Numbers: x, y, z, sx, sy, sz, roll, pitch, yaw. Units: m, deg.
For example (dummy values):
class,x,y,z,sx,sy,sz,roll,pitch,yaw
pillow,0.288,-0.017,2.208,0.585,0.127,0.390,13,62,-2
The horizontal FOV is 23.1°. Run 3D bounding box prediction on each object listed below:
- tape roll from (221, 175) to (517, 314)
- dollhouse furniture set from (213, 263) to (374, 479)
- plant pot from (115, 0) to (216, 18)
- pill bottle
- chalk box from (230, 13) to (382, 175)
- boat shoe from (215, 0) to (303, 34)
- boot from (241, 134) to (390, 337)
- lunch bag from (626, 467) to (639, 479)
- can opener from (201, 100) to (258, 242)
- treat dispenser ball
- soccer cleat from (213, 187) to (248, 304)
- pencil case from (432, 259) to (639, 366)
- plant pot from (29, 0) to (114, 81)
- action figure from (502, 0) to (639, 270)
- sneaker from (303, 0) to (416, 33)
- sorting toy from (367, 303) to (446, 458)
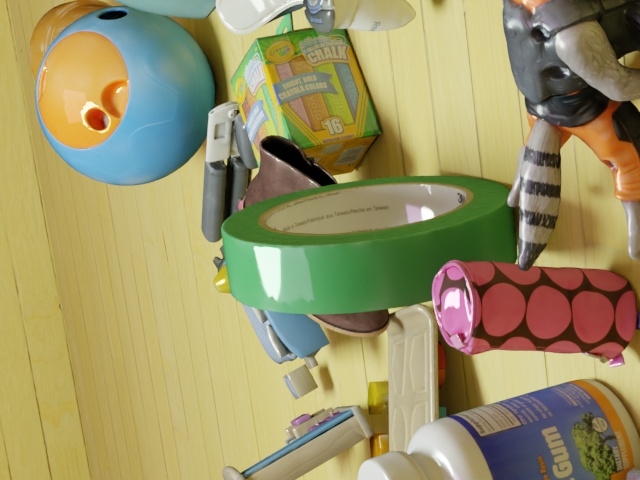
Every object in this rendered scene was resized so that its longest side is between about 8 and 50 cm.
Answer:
class,x,y,z,sx,sy,sz,roll,pitch,yaw
tape roll,0.053,-0.001,1.720,0.321,0.321,0.077,-158,57,-63
dollhouse furniture set,-0.102,0.192,2.223,0.303,0.198,0.286,62,167,1
plant pot,-0.191,-0.426,2.192,0.195,0.290,0.290,40,157,-7
pill bottle,0.183,0.246,1.614,0.152,0.272,0.152,46,143,51
chalk box,-0.029,-0.197,2.056,0.213,0.132,0.132,70,156,16
boat shoe,-0.023,-0.332,1.970,0.254,0.079,0.095,-26,103,42
boot,0.000,0.000,1.972,0.248,0.090,0.207,40,150,15
lunch bag,0.339,0.268,1.548,0.083,0.053,0.071,69,161,-7
can opener,-0.139,-0.096,2.450,0.283,0.076,0.095,97,151,-43
treat dispenser ball,-0.312,-0.231,2.509,0.288,0.288,0.288,167,90,-68
soccer cleat,-0.060,0.008,2.307,0.143,0.116,0.331,50,151,12
pencil case,0.212,0.072,1.534,0.095,0.209,0.098,170,103,-64
plant pot,-0.380,-0.334,2.766,0.188,0.205,0.205,-4,99,51
action figure,0.249,-0.130,1.389,0.341,0.178,0.330,43,150,57
sneaker,0.056,-0.376,1.795,0.111,0.129,0.297,176,100,-70
sorting toy,0.115,0.208,2.037,0.307,0.041,0.229,147,120,-76
